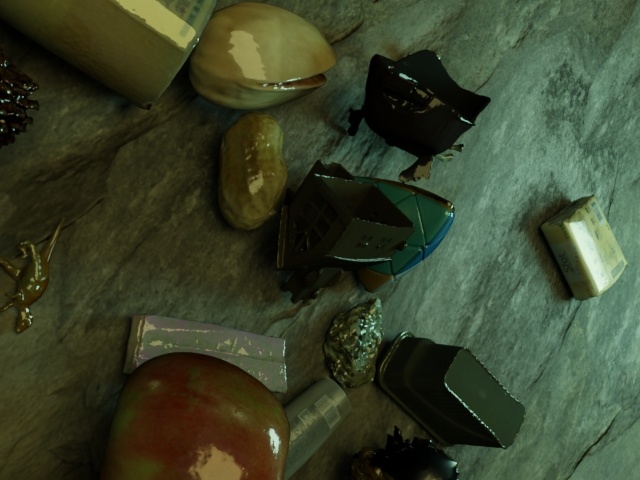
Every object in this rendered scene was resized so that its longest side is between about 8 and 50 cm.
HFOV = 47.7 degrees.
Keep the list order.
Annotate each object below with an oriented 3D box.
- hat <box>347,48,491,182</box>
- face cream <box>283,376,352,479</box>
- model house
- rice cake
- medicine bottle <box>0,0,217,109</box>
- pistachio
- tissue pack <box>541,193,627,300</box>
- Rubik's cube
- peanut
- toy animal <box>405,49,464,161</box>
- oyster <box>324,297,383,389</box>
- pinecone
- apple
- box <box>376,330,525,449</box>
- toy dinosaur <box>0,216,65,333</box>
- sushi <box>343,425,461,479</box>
[{"bbox_3d":[0.190,-0.248,1.474,0.238,0.209,0.336,41,32,16],"label":"hat"},{"bbox_3d":[-0.061,0.359,1.298,0.269,0.073,0.107,-37,92,-32],"label":"face cream"},{"bbox_3d":[0.000,0.000,1.339,0.211,0.243,0.204,4,38,-50],"label":"model house"},{"bbox_3d":[-0.192,0.198,1.260,0.298,0.050,0.106,14,75,-29],"label":"rice cake"},{"bbox_3d":[-0.391,-0.413,1.140,0.406,0.235,0.236,32,66,-25],"label":"medicine bottle"},{"bbox_3d":[-0.102,-0.333,1.324,0.318,0.193,0.214,-11,44,-39],"label":"pistachio"},{"bbox_3d":[0.662,0.018,1.806,0.186,0.090,0.222,-34,101,-34],"label":"tissue pack"},{"bbox_3d":[0.119,-0.020,1.449,0.254,0.254,0.254,7,77,-31],"label":"Rubik's cube"},{"bbox_3d":[-0.124,-0.130,1.319,0.129,0.129,0.224,4,82,-31],"label":"peanut"},{"bbox_3d":[0.261,-0.292,1.613,0.170,0.090,0.255,9,67,-11],"label":"toy animal"},{"bbox_3d":[0.071,0.201,1.420,0.125,0.064,0.177,4,80,-36],"label":"oyster"},{"bbox_3d":[-0.527,-0.207,1.038,0.221,0.221,0.221,7,77,-31],"label":"pinecone"},{"bbox_3d":[-0.180,0.331,1.074,0.277,0.319,0.319,12,74,-11],"label":"apple"},{"bbox_3d":[0.263,0.300,1.443,0.274,0.178,0.138,45,61,-22],"label":"box"},{"bbox_3d":[-0.442,0.054,1.143,0.162,0.039,0.126,-36,110,-37],"label":"toy dinosaur"},{"bbox_3d":[0.133,0.478,1.327,0.204,0.200,0.213,-27,118,-33],"label":"sushi"}]
